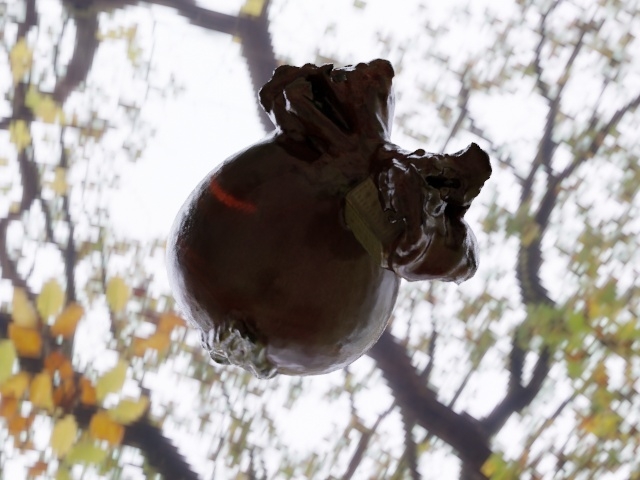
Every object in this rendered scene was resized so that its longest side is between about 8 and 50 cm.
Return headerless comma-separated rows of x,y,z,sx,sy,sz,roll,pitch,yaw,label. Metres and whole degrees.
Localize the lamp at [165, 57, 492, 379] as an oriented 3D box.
-0.011,0.003,1.170,0.151,0.223,0.215,-10,-139,-29,lamp
